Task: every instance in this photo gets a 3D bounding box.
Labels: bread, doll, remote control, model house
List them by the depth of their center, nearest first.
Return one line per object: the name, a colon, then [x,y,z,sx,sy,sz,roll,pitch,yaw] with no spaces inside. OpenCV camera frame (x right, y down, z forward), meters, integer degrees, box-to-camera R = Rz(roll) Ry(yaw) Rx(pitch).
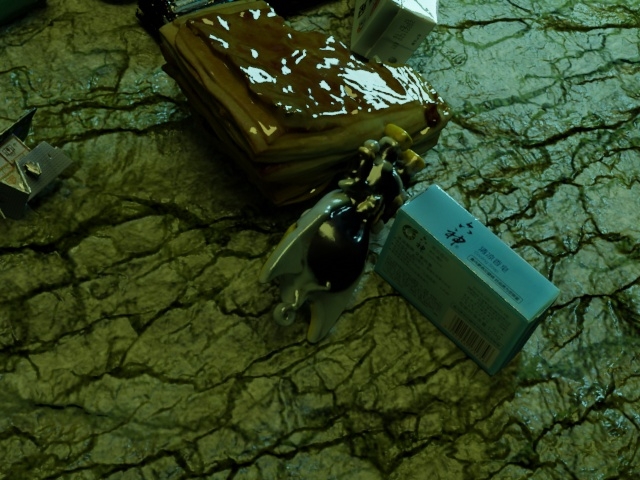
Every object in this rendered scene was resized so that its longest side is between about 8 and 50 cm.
doll: [0.029,-0.017,1.374,0.103,0.145,0.316,32,72,20]
model house: [-0.416,-0.085,1.388,0.088,0.117,0.167,43,53,-2]
bread: [-0.031,-0.203,1.516,0.370,0.191,0.314,-16,53,-38]
remote control: [-0.116,-0.427,1.735,0.398,0.062,0.144,-28,64,-30]

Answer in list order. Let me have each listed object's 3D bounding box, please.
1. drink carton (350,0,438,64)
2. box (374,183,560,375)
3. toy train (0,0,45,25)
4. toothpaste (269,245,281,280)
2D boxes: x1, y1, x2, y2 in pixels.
drink carton: [0.135,-0.447,1.762,0.106,0.130,0.315,20,50,-16]
box: [0.194,0.053,1.403,0.083,0.142,0.232,-34,68,-32]
toy train: [-0.555,-0.399,1.553,0.202,0.120,0.301,46,55,3]
toothpaste: [0.000,0.000,1.457,0.164,0.046,0.034,-28,68,-30]
